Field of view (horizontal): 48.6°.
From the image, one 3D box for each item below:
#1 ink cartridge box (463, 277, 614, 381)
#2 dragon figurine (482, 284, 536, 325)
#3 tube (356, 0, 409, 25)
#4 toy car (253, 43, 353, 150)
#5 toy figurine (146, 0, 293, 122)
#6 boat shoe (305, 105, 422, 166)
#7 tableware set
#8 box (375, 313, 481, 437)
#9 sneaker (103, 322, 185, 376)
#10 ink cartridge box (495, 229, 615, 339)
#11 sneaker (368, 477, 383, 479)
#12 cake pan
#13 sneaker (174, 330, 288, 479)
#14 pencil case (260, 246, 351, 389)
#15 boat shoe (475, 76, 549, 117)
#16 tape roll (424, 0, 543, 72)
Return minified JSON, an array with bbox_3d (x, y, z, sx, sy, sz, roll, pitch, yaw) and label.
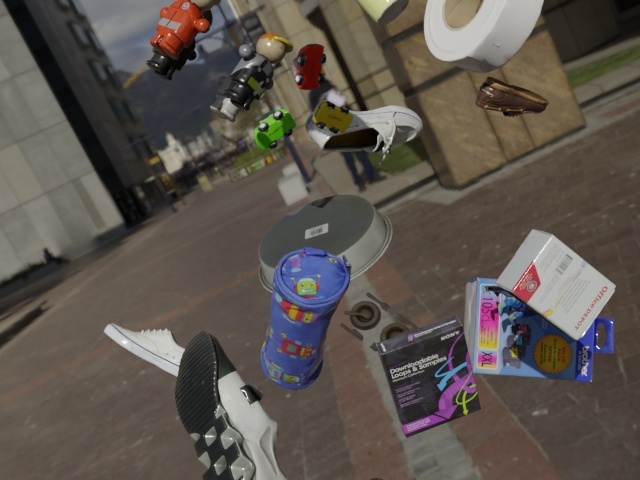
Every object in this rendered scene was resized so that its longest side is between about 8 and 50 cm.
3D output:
[{"bbox_3d":[0.611,0.252,1.993,0.395,0.270,0.151,4,-6,-3],"label":"ink cartridge box"},{"bbox_3d":[0.510,0.136,1.753,0.144,0.289,0.085,-27,47,27],"label":"dragon figurine"},{"bbox_3d":[0.034,-0.425,1.050,0.070,0.240,0.062,-28,-14,-41],"label":"tube"},{"bbox_3d":[-0.057,-0.282,1.523,0.225,0.239,0.053,-38,46,-7],"label":"toy car"},{"bbox_3d":[-0.167,-0.313,1.167,0.148,0.209,0.213,-59,12,-9],"label":"toy figurine"},{"bbox_3d":[0.148,-0.281,1.948,0.367,0.156,0.136,-2,-42,-31],"label":"boat shoe"},{"bbox_3d":[0.161,0.228,1.922,0.128,0.194,0.039,-48,-26,-15],"label":"tableware set"},{"bbox_3d":[0.149,0.186,0.963,0.116,0.162,0.029,-20,30,-2],"label":"box"},{"bbox_3d":[-0.407,0.259,1.761,0.091,0.258,0.094,-62,0,-15],"label":"sneaker"},{"bbox_3d":[0.435,0.083,1.316,0.127,0.175,0.072,-54,17,0],"label":"ink cartridge box"},{"bbox_3d":[0.083,0.577,1.517,0.161,0.075,0.057,-39,-14,4],"label":"sneaker"},{"bbox_3d":[0.000,0.000,1.440,0.293,0.054,0.293,-18,31,11],"label":"cake pan"},{"bbox_3d":[-0.152,0.309,1.235,0.146,0.330,0.122,20,-56,-43],"label":"sneaker"},{"bbox_3d":[-0.032,0.133,1.213,0.306,0.119,0.133,104,177,-50],"label":"pencil case"},{"bbox_3d":[0.444,-0.325,1.654,0.207,0.073,0.073,8,30,-31],"label":"boat shoe"},{"bbox_3d":[0.349,-0.513,1.538,0.100,0.286,0.286,11,-11,-29],"label":"tape roll"}]
